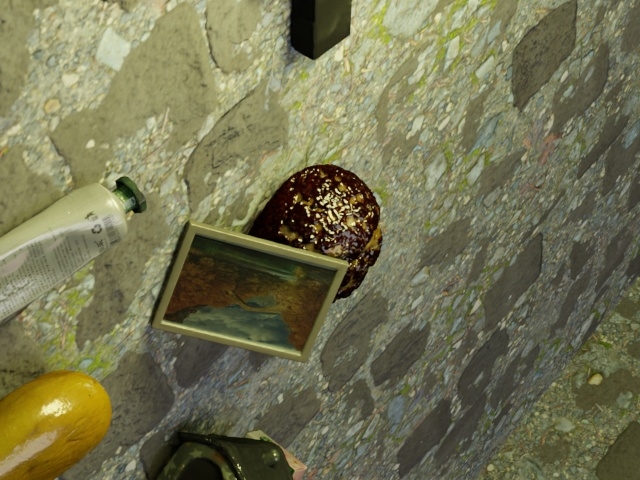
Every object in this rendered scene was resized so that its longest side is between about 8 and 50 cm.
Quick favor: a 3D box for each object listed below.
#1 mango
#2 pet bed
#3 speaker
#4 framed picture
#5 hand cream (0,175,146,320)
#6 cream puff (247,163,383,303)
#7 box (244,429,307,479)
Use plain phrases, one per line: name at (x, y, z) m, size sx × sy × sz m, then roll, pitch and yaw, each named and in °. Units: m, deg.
mango at (-0.386, 0.264, 1.663) m, size 0.317 × 0.119 × 0.176 m, roll -36°, pitch 168°, yaw -45°
pet bed at (-0.151, 0.401, 2.168) m, size 0.159 × 0.183 × 0.211 m, roll -56°, pitch 155°, yaw 4°
speaker at (0.002, -0.352, 1.719) m, size 0.082 × 0.044 × 0.218 m, roll -40°, pitch 149°, yaw -30°
framed picture at (-0.105, 0.079, 1.883) m, size 0.250 × 0.016 × 0.184 m, roll 16°, pitch 114°, yaw -18°
hand cream at (-0.356, 0.029, 1.535) m, size 0.336 × 0.076 × 0.121 m, roll -36°, pitch 143°, yaw -24°
cream puff at (0.000, 0.000, 1.985) m, size 0.239 × 0.165 × 0.239 m, roll -43°, pitch 152°, yaw -29°
box at (-0.097, 0.418, 2.348) m, size 0.043 × 0.125 × 0.089 m, roll 1°, pitch 118°, yaw -60°
